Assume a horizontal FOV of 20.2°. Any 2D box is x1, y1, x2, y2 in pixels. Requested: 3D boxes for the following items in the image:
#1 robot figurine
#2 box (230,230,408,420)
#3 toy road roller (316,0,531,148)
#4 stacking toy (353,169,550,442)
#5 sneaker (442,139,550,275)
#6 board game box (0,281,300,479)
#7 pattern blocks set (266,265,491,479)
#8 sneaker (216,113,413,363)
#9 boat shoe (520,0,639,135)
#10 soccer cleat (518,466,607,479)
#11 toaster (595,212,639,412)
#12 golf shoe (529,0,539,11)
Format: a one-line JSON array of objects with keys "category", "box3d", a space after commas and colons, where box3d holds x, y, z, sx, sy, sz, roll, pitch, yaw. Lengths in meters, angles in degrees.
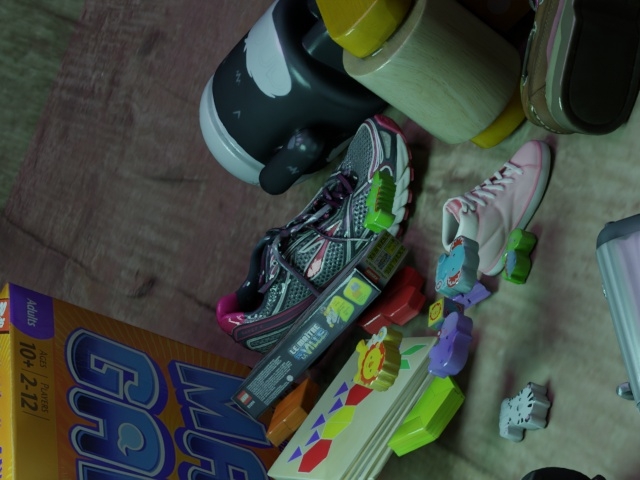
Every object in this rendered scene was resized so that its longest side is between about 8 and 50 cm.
[{"category": "robot figurine", "box3d": [-0.018, -0.173, 2.014, 0.209, 0.173, 0.278, -31, -9, -46]}, {"category": "box", "box3d": [-0.001, 0.085, 1.819, 0.207, 0.036, 0.114, -47, 2, 27]}, {"category": "toy road roller", "box3d": [0.133, -0.275, 1.753, 0.240, 0.202, 0.329, -44, 31, 22]}, {"category": "stacking toy", "box3d": [0.116, 0.054, 1.544, 0.052, 0.167, 0.221, -40, 36, 47]}, {"category": "sneaker", "box3d": [0.158, -0.039, 1.652, 0.134, 0.070, 0.051, -65, 22, 6]}, {"category": "board game box", "box3d": [-0.226, 0.330, 1.801, 0.356, 0.356, 0.356, -55, 28, 27]}, {"category": "pattern blocks set", "box3d": [0.041, 0.156, 1.657, 0.325, 0.026, 0.285, -50, 20, -15]}, {"category": "sneaker", "box3d": [0.000, 0.000, 1.900, 0.299, 0.112, 0.121, -61, 25, 16]}, {"category": "boat shoe", "box3d": [0.244, -0.245, 1.588, 0.104, 0.110, 0.307, 16, 85, 65]}, {"category": "soccer cleat", "box3d": [0.186, 0.319, 1.280, 0.331, 0.116, 0.143, -95, 16, -45]}, {"category": "toaster", "box3d": [0.296, 0.045, 1.174, 0.227, 0.129, 0.146, -16, 69, 28]}, {"category": "golf shoe", "box3d": [0.245, -0.296, 1.704, 0.086, 0.067, 0.186, 20, -89, -87]}]
